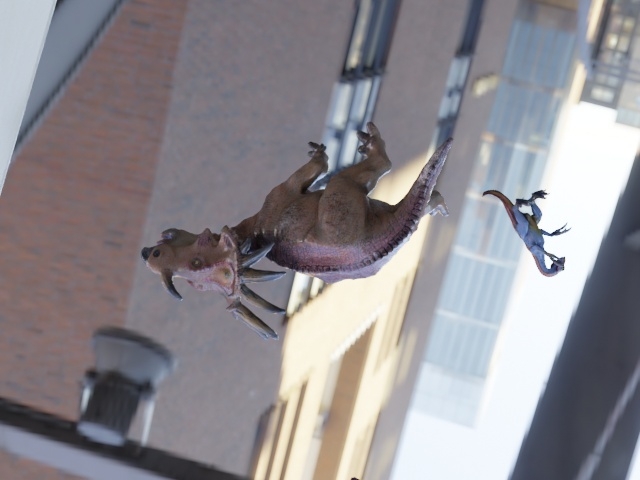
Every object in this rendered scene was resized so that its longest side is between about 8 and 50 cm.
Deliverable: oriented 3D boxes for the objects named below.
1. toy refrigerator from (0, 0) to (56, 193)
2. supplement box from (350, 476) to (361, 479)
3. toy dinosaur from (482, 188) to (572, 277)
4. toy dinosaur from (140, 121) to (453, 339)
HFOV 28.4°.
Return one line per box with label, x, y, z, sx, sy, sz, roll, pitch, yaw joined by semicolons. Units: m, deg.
toy refrigerator;-0.254;-0.088;0.790;0.102;0.269;0.094;-7;-140;-44
supplement box;0.057;0.225;0.989;0.083;0.043;0.055;24;172;23
toy dinosaur;0.200;-0.006;1.173;0.090;0.082;0.047;22;-140;39
toy dinosaur;0.000;0.000;1.179;0.295;0.127;0.200;-13;-154;36
